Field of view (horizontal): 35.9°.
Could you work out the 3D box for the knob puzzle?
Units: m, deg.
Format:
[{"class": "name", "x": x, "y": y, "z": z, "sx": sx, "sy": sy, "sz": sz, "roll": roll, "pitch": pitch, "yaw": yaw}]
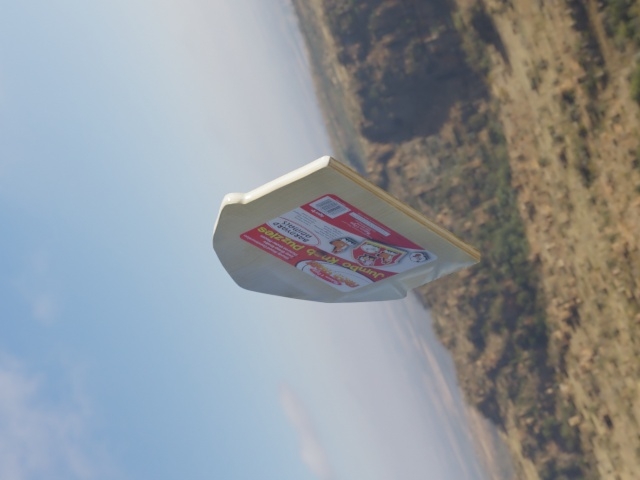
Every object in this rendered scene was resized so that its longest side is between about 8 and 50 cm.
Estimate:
[{"class": "knob puzzle", "x": 0.000, "y": 0.000, "z": 0.787, "sx": 0.213, "sy": 0.213, "sz": 0.030, "roll": 68, "pitch": -156, "yaw": -58}]
